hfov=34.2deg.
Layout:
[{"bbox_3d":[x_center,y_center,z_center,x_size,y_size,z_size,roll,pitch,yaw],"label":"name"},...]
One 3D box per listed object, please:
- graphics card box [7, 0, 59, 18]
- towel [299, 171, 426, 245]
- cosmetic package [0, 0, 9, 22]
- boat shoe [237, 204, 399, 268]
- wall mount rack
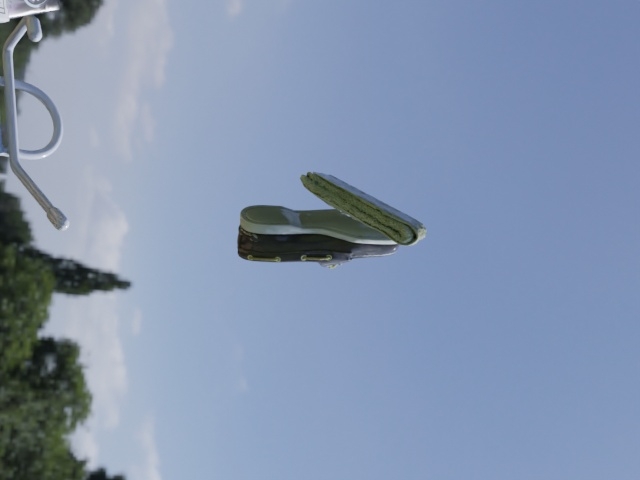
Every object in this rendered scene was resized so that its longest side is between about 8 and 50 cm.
[{"bbox_3d":[-0.427,-0.317,1.014,0.094,0.371,0.233,22,-60,31],"label":"graphics card box"},{"bbox_3d":[0.048,-0.036,1.155,0.027,0.148,0.110,-63,171,8],"label":"towel"},{"bbox_3d":[-0.304,-0.170,0.616,0.060,0.239,0.099,-9,96,-71],"label":"cosmetic package"},{"bbox_3d":[0.000,0.000,1.423,0.081,0.228,0.069,-101,-161,-61],"label":"boat shoe"},{"bbox_3d":[-0.431,-0.140,1.208,0.130,0.350,0.304,-31,-118,43],"label":"wall mount rack"}]
